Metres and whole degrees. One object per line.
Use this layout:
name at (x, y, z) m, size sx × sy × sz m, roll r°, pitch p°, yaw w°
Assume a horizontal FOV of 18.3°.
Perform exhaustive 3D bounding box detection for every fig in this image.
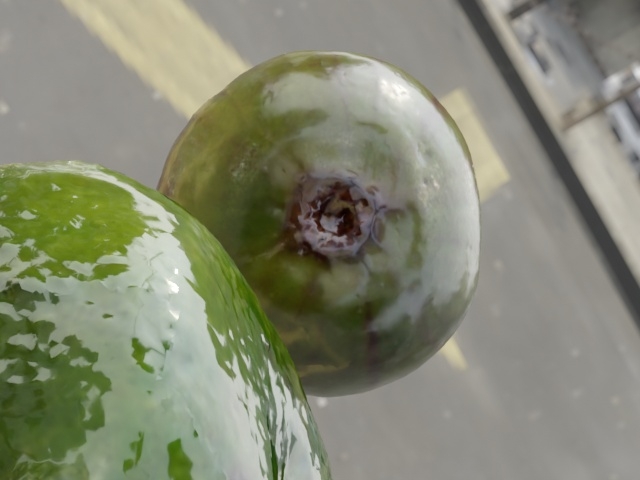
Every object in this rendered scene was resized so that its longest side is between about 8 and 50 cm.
fig at (0.000, 0.000, 0.935) m, size 0.151 × 0.151 × 0.259 m, roll 61°, pitch -2°, yaw 5°
fig at (-0.120, 0.085, 0.608) m, size 0.203 × 0.235 × 0.203 m, roll -11°, pitch 90°, yaw -80°
